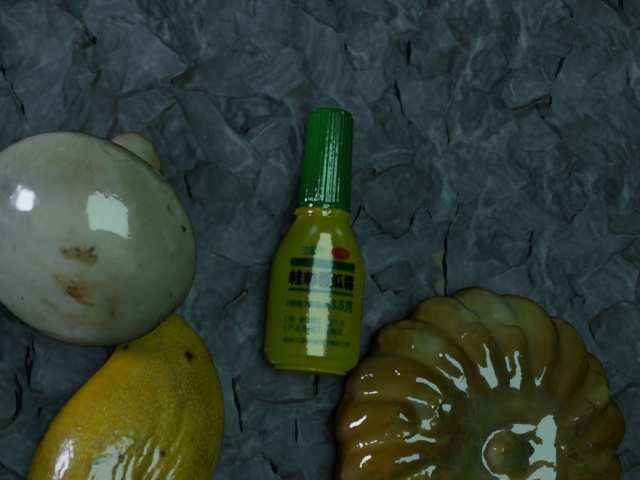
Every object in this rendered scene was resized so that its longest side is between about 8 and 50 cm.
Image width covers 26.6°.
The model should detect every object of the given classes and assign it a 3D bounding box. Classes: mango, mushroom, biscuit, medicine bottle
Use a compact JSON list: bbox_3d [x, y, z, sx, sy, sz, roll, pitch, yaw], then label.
[{"bbox_3d":[-0.169,0.186,1.219,0.157,0.109,0.262,25,75,-12],"label":"mango"},{"bbox_3d":[-0.197,-0.019,1.202,0.207,0.207,0.215,41,38,-12],"label":"mushroom"},{"bbox_3d":[0.169,0.207,1.348,0.326,0.107,0.325,3,83,-23],"label":"biscuit"},{"bbox_3d":[0.000,0.000,1.325,0.095,0.064,0.260,6,81,-8],"label":"medicine bottle"}]
